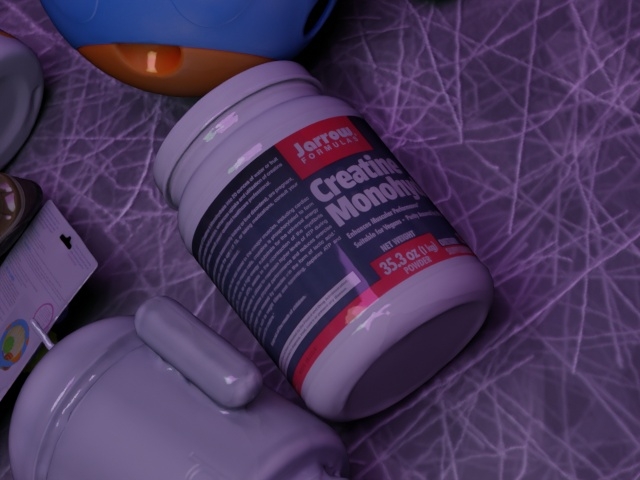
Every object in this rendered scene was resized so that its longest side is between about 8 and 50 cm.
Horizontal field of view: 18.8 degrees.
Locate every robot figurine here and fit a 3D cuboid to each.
[{"bbox_3d":[-0.118,0.191,1.609,0.353,0.199,0.300,30,123,29],"label":"robot figurine"}]

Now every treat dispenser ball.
[{"bbox_3d":[-0.116,-0.269,1.695,0.288,0.288,0.288,-4,75,14],"label":"treat dispenser ball"}]

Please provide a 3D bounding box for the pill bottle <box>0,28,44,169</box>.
[{"bbox_3d":[-0.408,-0.174,1.823,0.272,0.152,0.152,30,85,21],"label":"pill bottle"}]

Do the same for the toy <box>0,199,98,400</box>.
[{"bbox_3d":[-0.278,0.094,1.756,0.237,0.056,0.137,-51,38,6],"label":"toy"}]

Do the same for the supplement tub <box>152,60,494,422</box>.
[{"bbox_3d":[0.000,0.000,1.644,0.191,0.191,0.272,-39,70,3],"label":"supplement tub"}]

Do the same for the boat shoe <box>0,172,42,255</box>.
[{"bbox_3d":[-0.344,0.013,1.798,0.223,0.073,0.080,-37,72,25],"label":"boat shoe"}]
